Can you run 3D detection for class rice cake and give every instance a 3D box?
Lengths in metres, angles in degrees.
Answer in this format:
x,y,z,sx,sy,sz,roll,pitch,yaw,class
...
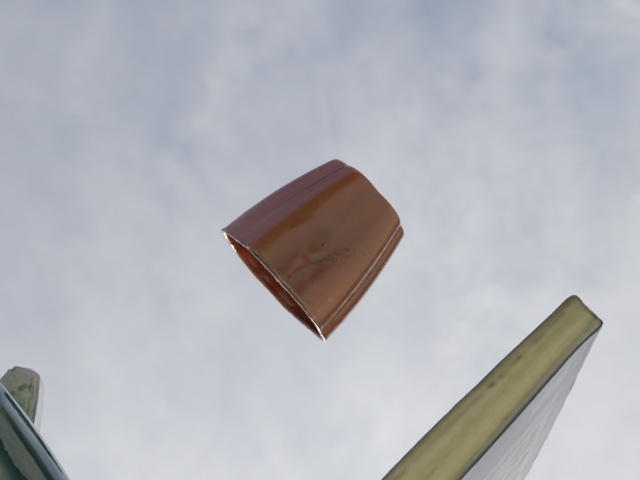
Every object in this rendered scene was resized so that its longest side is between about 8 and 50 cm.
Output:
x,y,z,sx,sy,sz,roll,pitch,yaw,class
-0.265,0.228,1.043,0.043,0.127,0.237,2,-97,-11,rice cake

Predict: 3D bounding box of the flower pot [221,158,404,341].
x,y,z,sx,sy,sz,roll,pitch,yaw,class
0.000,0.000,1.500,0.173,0.190,0.191,-44,-56,-10,flower pot

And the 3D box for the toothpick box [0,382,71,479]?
x,y,z,sx,sy,sz,roll,pitch,yaw,class
-0.240,0.192,0.878,0.120,0.120,0.184,-33,-72,-23,toothpick box

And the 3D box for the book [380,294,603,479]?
x,y,z,sx,sy,sz,roll,pitch,yaw,class
0.055,0.230,0.844,0.300,0.039,0.428,-42,-20,-21,book
